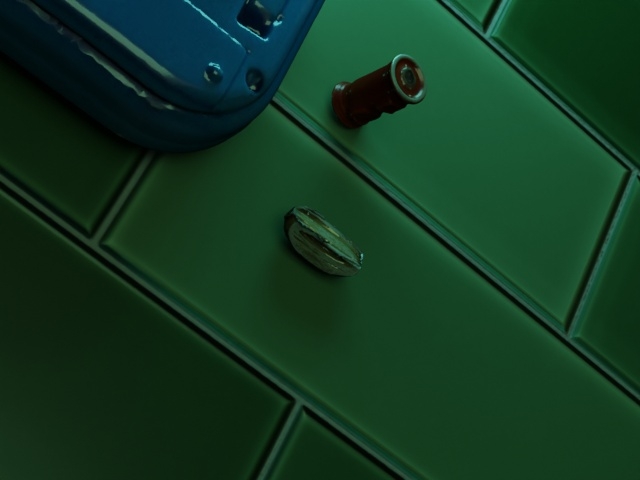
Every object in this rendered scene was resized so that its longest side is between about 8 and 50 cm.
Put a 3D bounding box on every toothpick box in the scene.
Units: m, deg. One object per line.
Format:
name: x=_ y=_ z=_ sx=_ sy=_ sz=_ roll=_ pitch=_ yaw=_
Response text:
toothpick box: x=0.051 y=-0.133 z=1.229 sx=0.047 sy=0.083 sz=0.047 roll=17 pitch=65 yaw=-40

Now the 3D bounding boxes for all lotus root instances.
lotus root: x=-0.002 y=0.002 z=1.188 sx=0.083 sy=0.030 sz=0.037 roll=39 pitch=28 yaw=-20

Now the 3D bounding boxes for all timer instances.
timer: x=-0.151 y=-0.258 z=1.123 sx=0.340 sy=0.115 sz=0.309 roll=37 pitch=57 yaw=-18
